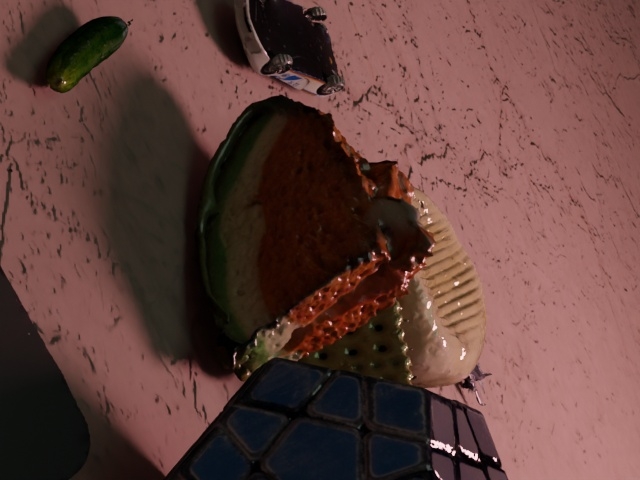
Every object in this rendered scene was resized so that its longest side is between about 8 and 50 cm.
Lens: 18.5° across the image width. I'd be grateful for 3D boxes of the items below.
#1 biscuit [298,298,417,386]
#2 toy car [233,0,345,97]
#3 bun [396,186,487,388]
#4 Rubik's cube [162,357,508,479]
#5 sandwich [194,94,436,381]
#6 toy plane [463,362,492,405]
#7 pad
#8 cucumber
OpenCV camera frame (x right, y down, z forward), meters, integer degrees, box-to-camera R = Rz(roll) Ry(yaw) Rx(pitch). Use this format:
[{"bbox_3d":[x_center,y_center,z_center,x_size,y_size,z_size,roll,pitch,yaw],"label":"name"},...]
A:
[{"bbox_3d":[0.015,0.089,1.837,0.016,0.139,0.231,88,-6,-65],"label":"biscuit"},{"bbox_3d":[-0.037,-0.207,2.057,0.205,0.056,0.095,12,61,-60],"label":"toy car"},{"bbox_3d":[0.074,0.052,1.987,0.231,0.133,0.231,47,30,-39],"label":"bun"},{"bbox_3d":[0.006,0.238,1.512,0.264,0.319,0.319,84,4,-51],"label":"Rubik's cube"},{"bbox_3d":[-0.011,-0.005,1.785,0.109,0.212,0.292,66,4,-49],"label":"sandwich"},{"bbox_3d":[0.172,0.150,2.259,0.083,0.031,0.078,28,46,-58],"label":"toy plane"},{"bbox_3d":[-0.234,0.051,1.401,0.250,0.055,0.323,63,23,-14],"label":"pad"},{"bbox_3d":[-0.201,-0.161,1.675,0.039,0.039,0.168,63,26,-16],"label":"cucumber"}]
